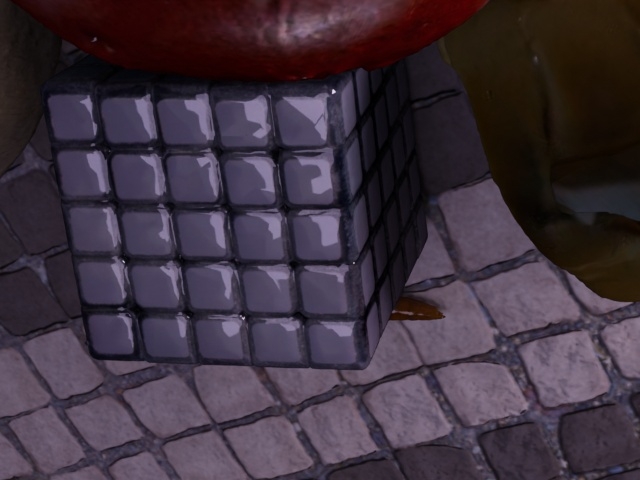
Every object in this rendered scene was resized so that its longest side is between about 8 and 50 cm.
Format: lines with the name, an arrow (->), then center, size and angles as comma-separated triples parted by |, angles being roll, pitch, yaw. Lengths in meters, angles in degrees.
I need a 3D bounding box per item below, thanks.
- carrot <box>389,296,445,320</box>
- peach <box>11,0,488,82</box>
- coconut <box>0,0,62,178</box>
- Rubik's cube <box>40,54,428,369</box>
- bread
carrot -> 0.010, 0.055, 1.226 | 0.216, 0.048, 0.048 | 7, 123, 6
peach -> -0.022, -0.285, 0.856 | 0.416, 0.339, 0.353 | -20, 130, 26
coconut -> -0.399, -0.195, 1.024 | 0.360, 0.346, 0.346 | 16, 133, -36
Rubik's cube -> -0.055, -0.051, 1.053 | 0.237, 0.237, 0.238 | -1, 114, 15
bread -> 0.274, -0.094, 0.913 | 0.341, 0.210, 0.300 | -9, 125, 39
